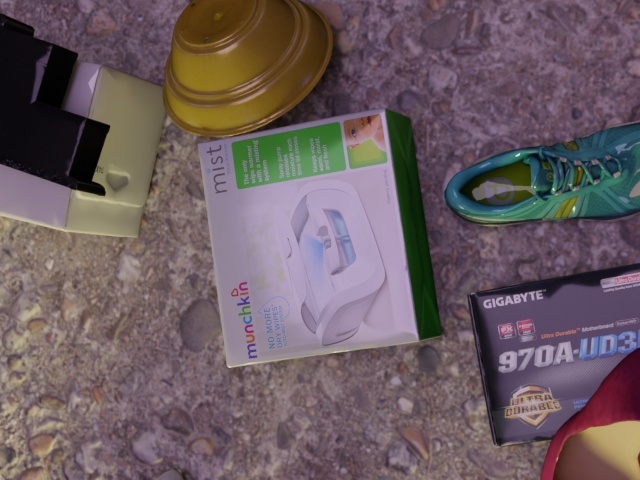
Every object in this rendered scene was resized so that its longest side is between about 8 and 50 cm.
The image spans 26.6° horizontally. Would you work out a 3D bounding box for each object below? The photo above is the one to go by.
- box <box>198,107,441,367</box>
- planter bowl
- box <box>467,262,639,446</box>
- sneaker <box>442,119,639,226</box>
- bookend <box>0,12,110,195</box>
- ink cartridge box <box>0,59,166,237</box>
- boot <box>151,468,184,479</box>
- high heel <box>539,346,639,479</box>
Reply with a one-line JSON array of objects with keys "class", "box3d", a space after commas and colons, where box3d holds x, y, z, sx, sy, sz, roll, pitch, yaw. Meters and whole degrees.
[{"class": "box", "box3d": [0.000, 0.000, 1.548, 0.231, 0.127, 0.262, -8, 86, 17]}, {"class": "planter bowl", "box3d": [-0.101, -0.229, 1.550, 0.217, 0.090, 0.217, -13, 49, 16]}, {"class": "box", "box3d": [0.285, 0.124, 1.483, 0.220, 0.051, 0.175, -11, 85, 18]}, {"class": "sneaker", "box3d": [0.267, -0.065, 1.465, 0.275, 0.110, 0.107, -13, 84, 17]}, {"class": "bookend", "box3d": [-0.293, -0.147, 1.471, 0.156, 0.072, 0.157, 18, 92, 17]}, {"class": "ink cartridge box", "box3d": [-0.356, -0.127, 1.632, 0.270, 0.198, 0.197, 14, 92, 18]}, {"class": "boot", "box3d": [-0.251, 0.383, 1.646, 0.258, 0.095, 0.123, -32, 72, 7]}, {"class": "high heel", "box3d": [0.275, 0.236, 1.346, 0.127, 0.181, 0.377, 29, 130, 17]}]
